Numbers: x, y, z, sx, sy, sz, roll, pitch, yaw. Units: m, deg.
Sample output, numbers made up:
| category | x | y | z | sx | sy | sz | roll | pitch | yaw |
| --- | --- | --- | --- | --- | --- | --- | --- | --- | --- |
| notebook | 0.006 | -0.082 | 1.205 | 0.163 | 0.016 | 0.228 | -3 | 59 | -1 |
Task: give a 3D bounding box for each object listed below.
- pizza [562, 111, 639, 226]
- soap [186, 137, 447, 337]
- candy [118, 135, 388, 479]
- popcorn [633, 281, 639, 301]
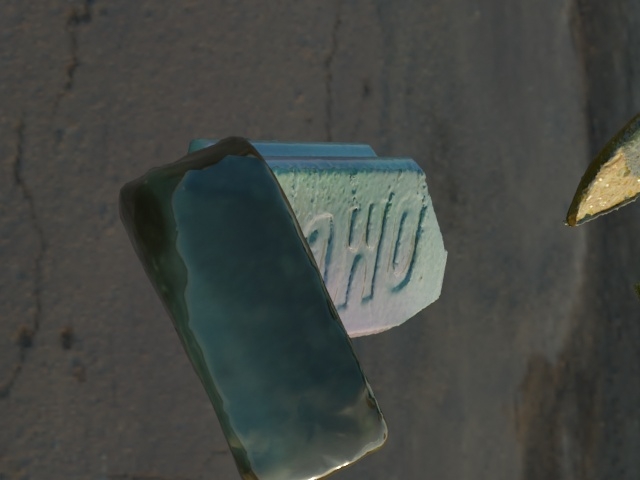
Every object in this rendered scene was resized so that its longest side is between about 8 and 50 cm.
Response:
| category | x | y | z | sx | sy | sz | roll | pitch | yaw |
| --- | --- | --- | --- | --- | --- | --- | --- | --- | --- |
| pizza | 0.269 | -0.059 | 1.158 | 0.108 | 0.123 | 0.026 | 7 | 37 | -40 |
| soap | 0.000 | 0.000 | 1.820 | 0.446 | 0.156 | 0.261 | -4 | 106 | -52 |
| candy | -0.046 | 0.051 | 0.873 | 0.104 | 0.102 | 0.234 | -26 | 103 | -14 |
| popcorn | 0.502 | 0.110 | 1.708 | 0.187 | 0.167 | 0.185 | 5 | 43 | -34 |
